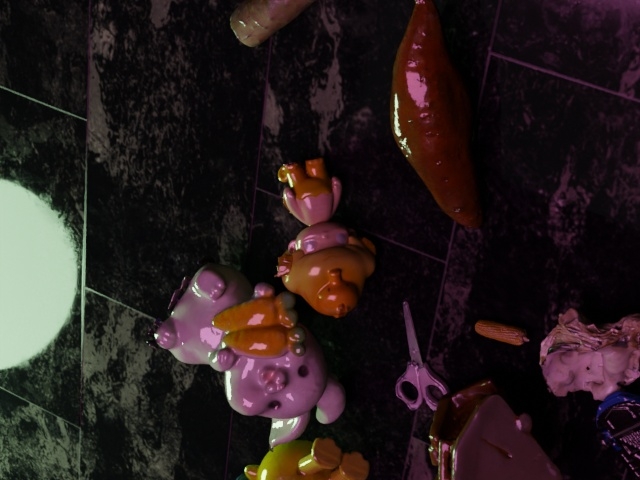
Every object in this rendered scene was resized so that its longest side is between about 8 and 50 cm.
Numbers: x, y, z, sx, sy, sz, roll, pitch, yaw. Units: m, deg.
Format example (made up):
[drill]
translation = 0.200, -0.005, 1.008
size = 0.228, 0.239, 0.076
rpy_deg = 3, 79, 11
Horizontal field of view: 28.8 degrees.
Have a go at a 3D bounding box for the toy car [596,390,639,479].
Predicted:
[toy car]
translation = 0.472, 0.300, 1.743
size = 0.103, 0.063, 0.216
rpy_deg = -36, 90, 39

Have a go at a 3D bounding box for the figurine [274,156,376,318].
[figurine]
translation = 0.000, 0.000, 1.862
size = 0.156, 0.131, 0.246
rpy_deg = -10, 94, -5

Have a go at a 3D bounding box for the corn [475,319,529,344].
[corn]
translation = 0.265, 0.133, 1.812
size = 0.083, 0.028, 0.027
rpy_deg = 15, 127, 31

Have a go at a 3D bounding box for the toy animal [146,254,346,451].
[toy animal]
translation = -0.102, 0.180, 1.951
size = 0.310, 0.183, 0.247
rpy_deg = 36, 164, 11

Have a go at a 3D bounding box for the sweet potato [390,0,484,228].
[sweet potato]
translation = 0.150, -0.166, 1.678
size = 0.112, 0.112, 0.359
rpy_deg = 6, 120, 30

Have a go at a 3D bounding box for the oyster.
[oyster]
translation = 0.388, 0.150, 1.720
size = 0.191, 0.081, 0.163
rpy_deg = -21, 129, 39

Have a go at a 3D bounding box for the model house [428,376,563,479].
[model house]
translation = 0.232, 0.334, 1.839
size = 0.199, 0.219, 0.229
rpy_deg = 46, 174, -7

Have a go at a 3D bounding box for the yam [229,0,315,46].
[yam]
translation = -0.012, -0.363, 1.703
size = 0.317, 0.067, 0.071
rpy_deg = -32, 103, 39

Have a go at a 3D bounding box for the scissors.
[scissors]
translation = 0.148, 0.179, 1.920
size = 0.100, 0.015, 0.189
rpy_deg = 1, 113, 35

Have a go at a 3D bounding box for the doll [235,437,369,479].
[doll]
translation = -0.046, 0.428, 2.097
size = 0.199, 0.145, 0.363
rpy_deg = 30, 143, -14
